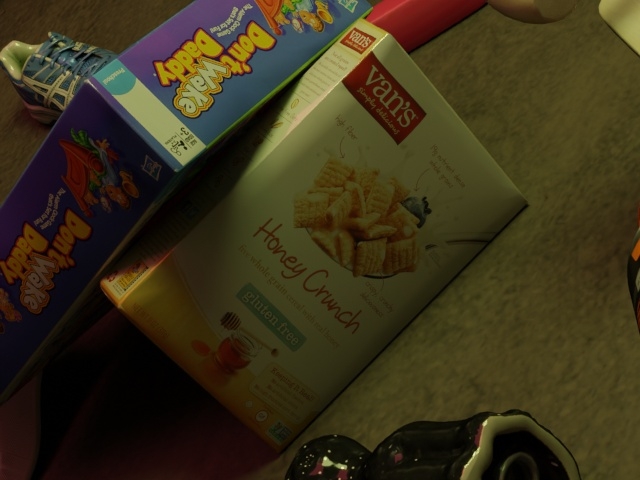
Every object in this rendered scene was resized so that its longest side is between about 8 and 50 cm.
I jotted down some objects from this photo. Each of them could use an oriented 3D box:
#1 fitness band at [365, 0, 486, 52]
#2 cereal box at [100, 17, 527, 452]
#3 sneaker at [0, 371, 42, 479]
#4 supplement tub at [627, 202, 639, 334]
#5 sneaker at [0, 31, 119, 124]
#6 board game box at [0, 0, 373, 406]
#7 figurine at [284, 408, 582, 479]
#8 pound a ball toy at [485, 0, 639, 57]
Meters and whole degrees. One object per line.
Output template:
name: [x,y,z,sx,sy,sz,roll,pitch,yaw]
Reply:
fitness band: [0.063,-0.232,1.369,0.291,0.054,0.209,-30,37,22]
cereal box: [0.000,0.000,1.053,0.240,0.173,0.047,-46,33,-2]
sneaker: [-0.263,0.138,1.287,0.121,0.079,0.217,147,140,-66]
supplement tub: [0.219,0.044,0.816,0.117,0.117,0.190,-29,34,21]
sneaker: [-0.241,-0.155,1.577,0.211,0.081,0.080,3,53,47]
board game box: [-0.132,-0.037,1.129,0.233,0.078,0.347,-45,-1,-44]
figurine: [0.017,0.196,0.904,0.209,0.092,0.215,-10,45,53]
pound a ball toy: [0.273,-0.164,0.912,0.319,0.208,0.136,-38,32,7]
